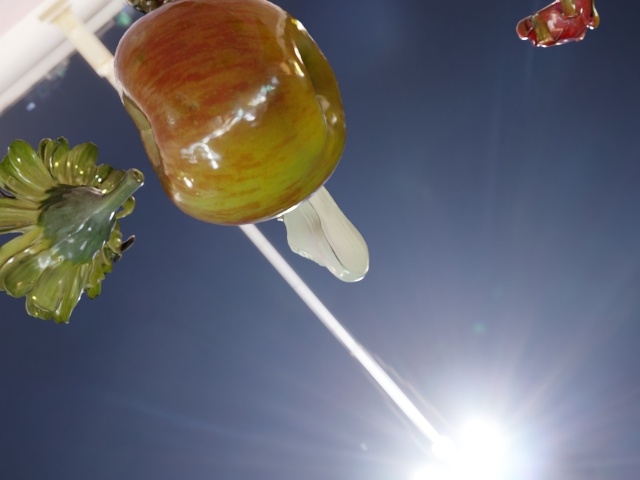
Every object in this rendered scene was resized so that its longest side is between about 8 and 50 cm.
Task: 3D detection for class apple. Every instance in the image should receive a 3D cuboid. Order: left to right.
[{"bbox_3d":[-0.100,-0.171,1.392,0.301,0.301,0.301,-37,-164,12],"label":"apple"}]

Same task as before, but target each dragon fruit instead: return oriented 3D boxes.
[{"bbox_3d":[0.336,-0.303,1.526,0.126,0.068,0.112,-31,-176,-34],"label":"dragon fruit"}]

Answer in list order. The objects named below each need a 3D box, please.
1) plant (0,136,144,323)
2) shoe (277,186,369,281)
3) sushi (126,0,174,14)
[{"bbox_3d":[-0.373,-0.030,1.764,0.296,0.306,0.261,-17,160,12],"label":"plant"},{"bbox_3d":[0.000,0.000,2.004,0.110,0.095,0.265,-56,-137,31],"label":"shoe"},{"bbox_3d":[-0.228,-0.471,1.818,0.213,0.200,0.204,-23,170,21],"label":"sushi"}]
